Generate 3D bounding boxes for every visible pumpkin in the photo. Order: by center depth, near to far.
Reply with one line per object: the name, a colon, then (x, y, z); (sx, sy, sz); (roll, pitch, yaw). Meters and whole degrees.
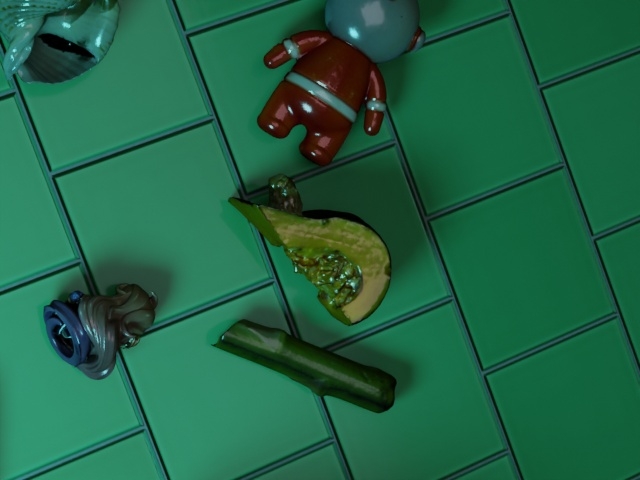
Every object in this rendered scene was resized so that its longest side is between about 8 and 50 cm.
pumpkin: (-0.001, -0.006, 1.920); (0.126, 0.131, 0.248); (-43, 105, -6)

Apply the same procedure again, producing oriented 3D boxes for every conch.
conch: (-0.372, -0.315, 1.818); (0.172, 0.131, 0.200); (20, 111, -41)

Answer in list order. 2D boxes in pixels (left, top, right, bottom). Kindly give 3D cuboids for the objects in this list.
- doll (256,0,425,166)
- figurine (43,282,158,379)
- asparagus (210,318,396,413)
doll: (0.041, -0.278, 1.961); (0.199, 0.105, 0.336); (32, 87, -11)
figurine: (-0.288, 0.117, 1.832); (0.157, 0.114, 0.126); (-15, 107, -19)
asparagus: (-0.020, 0.176, 1.941); (0.277, 0.060, 0.067); (25, 100, -14)
